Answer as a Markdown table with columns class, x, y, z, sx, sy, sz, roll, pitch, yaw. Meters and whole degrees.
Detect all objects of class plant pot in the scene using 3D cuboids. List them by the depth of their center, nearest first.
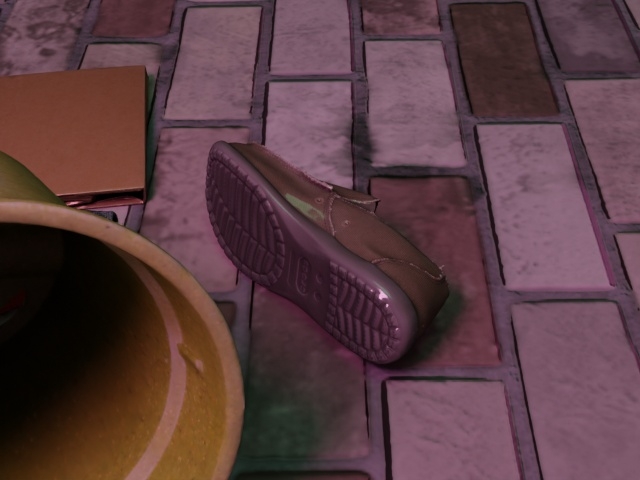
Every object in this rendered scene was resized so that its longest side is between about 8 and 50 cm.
| class | x | y | z | sx | sy | sz | roll | pitch | yaw |
| --- | --- | --- | --- | --- | --- | --- | --- | --- | --- |
| plant pot | -0.219 | 0.059 | 0.572 | 0.276 | 0.276 | 0.254 | -19 | 32 | -19 |

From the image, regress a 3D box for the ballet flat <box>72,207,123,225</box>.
| class | x | y | z | sx | sy | sz | roll | pitch | yaw |
| --- | --- | --- | --- | --- | --- | --- | --- | --- | --- |
| ballet flat | -0.151 | 0.036 | 0.726 | 0.070 | 0.070 | 0.188 | -18 | 48 | -18 |

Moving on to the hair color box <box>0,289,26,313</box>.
| class | x | y | z | sx | sy | sz | roll | pitch | yaw |
| --- | --- | --- | --- | --- | --- | --- | --- | --- | --- |
| hair color box | -0.283 | 0.032 | 0.744 | 0.141 | 0.043 | 0.072 | -25 | 47 | -22 |

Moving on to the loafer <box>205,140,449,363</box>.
| class | x | y | z | sx | sy | sz | roll | pitch | yaw |
| --- | --- | --- | --- | --- | --- | --- | --- | --- | --- |
| loafer | 0.000 | 0.000 | 0.751 | 0.087 | 0.094 | 0.251 | -21 | 50 | -37 |

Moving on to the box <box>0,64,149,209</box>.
| class | x | y | z | sx | sy | sz | roll | pitch | yaw |
| --- | --- | --- | --- | --- | --- | --- | --- | --- | --- |
| box | -0.244 | -0.097 | 0.901 | 0.164 | 0.021 | 0.201 | -6 | 42 | -5 |
